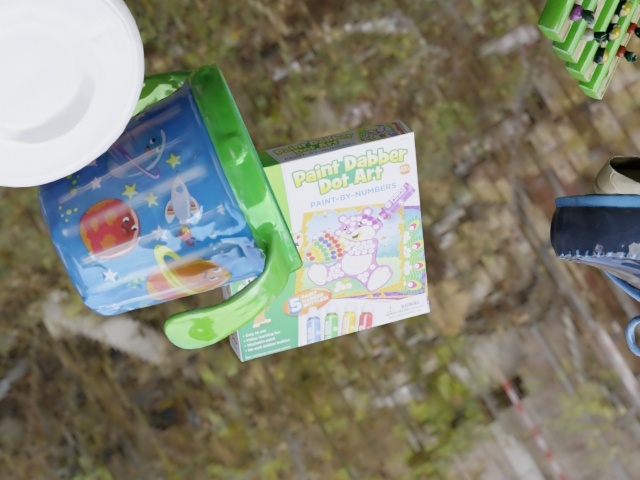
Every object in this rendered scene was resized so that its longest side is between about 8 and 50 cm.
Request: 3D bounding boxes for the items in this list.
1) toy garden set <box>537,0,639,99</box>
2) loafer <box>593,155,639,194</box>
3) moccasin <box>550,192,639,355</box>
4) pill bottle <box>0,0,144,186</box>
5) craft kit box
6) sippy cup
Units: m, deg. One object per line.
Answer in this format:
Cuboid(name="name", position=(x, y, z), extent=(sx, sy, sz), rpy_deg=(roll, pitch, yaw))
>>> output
Cuboid(name="toy garden set", position=(0.302, -0.259, 1.502), extent=(0.204, 0.049, 0.244), rpy_deg=(-65, 157, -1))
Cuboid(name="loafer", position=(0.391, -0.071, 1.761), extent=(0.148, 0.056, 0.050), rpy_deg=(-2, 144, 4))
Cuboid(name="moccasin", position=(0.312, 0.040, 1.096), extent=(0.342, 0.117, 0.137), rpy_deg=(11, 179, -25))
Cuboid(name="pill bottle", position=(-0.331, -0.232, 1.501), extent=(0.224, 0.224, 0.392), rpy_deg=(-30, -144, -6))
Cuboid(name="craft kit box", position=(0.000, 0.000, 1.823), extent=(0.249, 0.247, 0.061), rpy_deg=(-15, -155, -14))
Cuboid(name="sippy cup", position=(-0.163, -0.036, 1.584), extent=(0.224, 0.240, 0.305), rpy_deg=(-22, -164, 0))
